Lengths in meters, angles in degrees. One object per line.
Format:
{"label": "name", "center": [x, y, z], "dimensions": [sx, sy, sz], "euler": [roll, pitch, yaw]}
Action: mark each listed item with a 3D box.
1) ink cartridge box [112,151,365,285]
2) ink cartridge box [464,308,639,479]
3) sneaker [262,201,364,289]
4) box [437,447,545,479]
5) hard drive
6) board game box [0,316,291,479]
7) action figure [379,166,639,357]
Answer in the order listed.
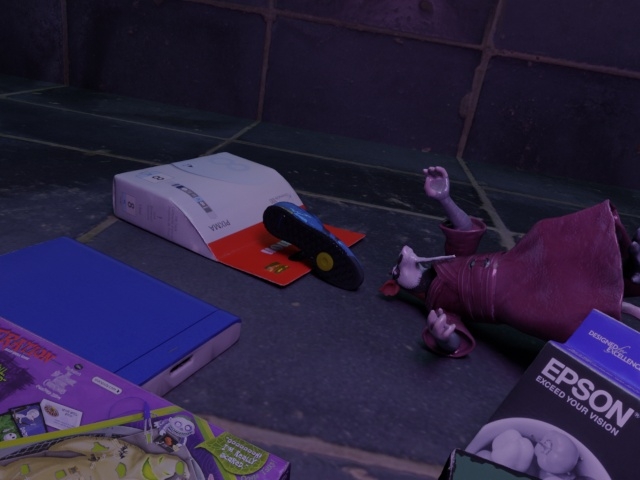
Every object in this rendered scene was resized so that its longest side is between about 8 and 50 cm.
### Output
{"label": "ink cartridge box", "center": [-0.140, -0.063, 0.952], "dimensions": [0.384, 0.091, 0.308], "euler": [20, 25, 25]}
{"label": "ink cartridge box", "center": [0.256, 0.181, 0.417], "dimensions": [0.206, 0.208, 0.045], "euler": [36, -4, 47]}
{"label": "sneaker", "center": [0.000, 0.000, 0.846], "dimensions": [0.209, 0.069, 0.082], "euler": [38, 27, 20]}
{"label": "box", "center": [0.171, 0.253, 0.253], "dimensions": [0.260, 0.103, 0.184], "euler": [16, 43, 13]}
{"label": "hard drive", "center": [-0.286, 0.087, 0.601], "dimensions": [0.318, 0.040, 0.210], "euler": [20, 25, 23]}
{"label": "board game box", "center": [-0.221, 0.177, 0.362], "dimensions": [0.346, 0.056, 0.208], "euler": [18, 39, 20]}
{"label": "action figure", "center": [0.254, 0.057, 0.706], "dimensions": [0.369, 0.248, 0.275], "euler": [-1, -26, 45]}
